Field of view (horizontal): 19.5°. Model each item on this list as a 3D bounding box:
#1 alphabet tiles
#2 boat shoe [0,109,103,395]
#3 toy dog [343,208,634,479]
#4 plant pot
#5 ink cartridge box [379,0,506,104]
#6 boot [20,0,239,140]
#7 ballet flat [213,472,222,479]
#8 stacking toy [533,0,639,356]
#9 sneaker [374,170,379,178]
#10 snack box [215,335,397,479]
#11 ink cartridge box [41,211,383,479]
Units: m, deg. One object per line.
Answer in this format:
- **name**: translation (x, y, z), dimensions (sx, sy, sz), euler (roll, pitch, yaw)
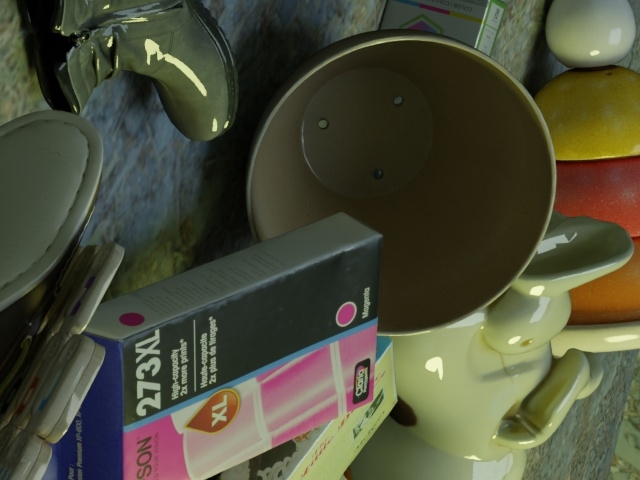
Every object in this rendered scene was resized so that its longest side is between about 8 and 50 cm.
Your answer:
- **alphabet tiles**: translation (-0.215, 0.127, 1.280), dimensions (0.278, 0.021, 0.284), euler (-63, -163, -11)
- **boat shoe**: translation (-0.249, 0.056, 1.273), dimensions (0.324, 0.116, 0.097), euler (-59, 159, -20)
- **toy dog**: translation (0.147, 0.161, 2.076), dimensions (0.395, 0.284, 0.408), euler (-33, 137, -39)
- **plant pot**: translation (0.061, -0.076, 1.751), dimensions (0.191, 0.284, 0.284), euler (-114, -148, -69)
- **ink cartridge box**: translation (0.109, -0.167, 1.945), dimensions (0.062, 0.109, 0.209), euler (6, 102, -67)
- **boot**: translation (-0.153, -0.141, 1.413), dimensions (0.161, 0.083, 0.246), euler (-48, 143, -32)
- **ballet flat**: translation (-0.082, 0.192, 1.857), dimensions (0.084, 0.058, 0.250), euler (-56, 163, -72)
- **stacking toy**: translation (0.365, -0.110, 2.456), dimensions (0.350, 0.350, 0.480), euler (-25, 110, -61)
- **sneaker**: translation (0.000, 0.000, 1.897), dimensions (0.082, 0.069, 0.209), euler (137, -27, -64)
- **snack box**: translation (-0.042, 0.232, 1.782), dimensions (0.322, 0.060, 0.187), euler (-51, 163, -16)
- **ink cartridge box**: translation (-0.103, 0.112, 1.556), dimensions (0.371, 0.069, 0.176), euler (-20, 126, -35)
